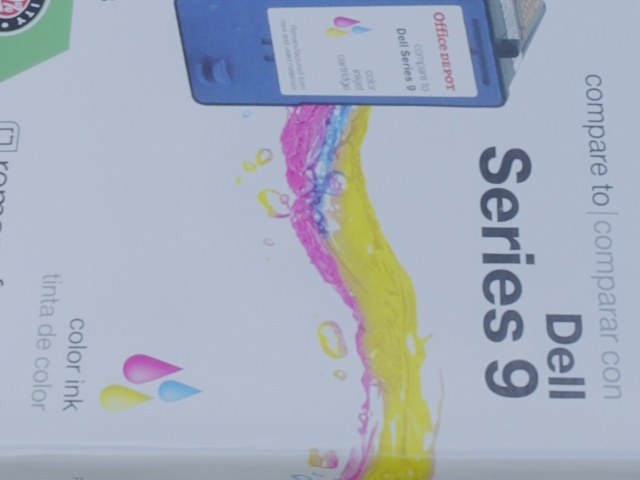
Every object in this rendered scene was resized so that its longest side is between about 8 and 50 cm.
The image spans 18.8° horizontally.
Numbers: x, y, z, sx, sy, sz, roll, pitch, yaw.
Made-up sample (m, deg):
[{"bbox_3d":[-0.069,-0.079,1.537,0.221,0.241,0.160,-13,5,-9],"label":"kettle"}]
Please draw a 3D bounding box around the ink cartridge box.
[{"bbox_3d":[0.000,0.000,0.467,0.212,0.093,0.154,2,62,0],"label":"ink cartridge box"}]
